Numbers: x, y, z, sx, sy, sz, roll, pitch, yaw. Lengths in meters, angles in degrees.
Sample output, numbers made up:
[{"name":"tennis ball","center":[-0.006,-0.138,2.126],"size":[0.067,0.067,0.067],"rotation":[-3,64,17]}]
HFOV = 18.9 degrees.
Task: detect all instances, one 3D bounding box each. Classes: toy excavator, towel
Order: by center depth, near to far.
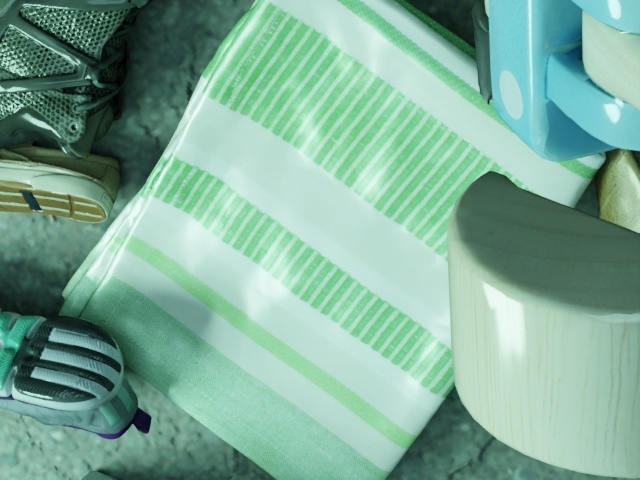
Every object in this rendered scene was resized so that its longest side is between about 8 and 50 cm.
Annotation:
[{"name":"toy excavator","center":[0.194,-0.099,0.915],"size":[0.433,0.445,0.222],"rotation":[-16,123,-17]},{"name":"towel","center":[0.000,0.000,1.216],"size":[0.248,0.038,0.325],"rotation":[35,116,2]}]

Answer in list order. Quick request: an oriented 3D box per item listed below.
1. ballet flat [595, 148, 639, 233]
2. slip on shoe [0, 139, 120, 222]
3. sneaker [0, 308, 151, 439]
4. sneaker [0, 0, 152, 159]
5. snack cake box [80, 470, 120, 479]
[{"name":"ballet flat","center":[0.258,0.054,1.194],"size":[0.342,0.116,0.124],"rotation":[45,123,-5]},{"name":"slip on shoe","center":[-0.198,-0.046,1.276],"size":[0.135,0.051,0.041],"rotation":[9,62,16]},{"name":"sneaker","center":[-0.222,0.088,1.288],"size":[0.224,0.098,0.083],"rotation":[15,64,27]},{"name":"sneaker","center":[-0.135,-0.137,1.225],"size":[0.228,0.087,0.130],"rotation":[-30,96,17]},{"name":"snack cake box","center":[-0.174,0.304,1.278],"size":[0.089,0.152,0.264],"rotation":[21,103,5]}]
